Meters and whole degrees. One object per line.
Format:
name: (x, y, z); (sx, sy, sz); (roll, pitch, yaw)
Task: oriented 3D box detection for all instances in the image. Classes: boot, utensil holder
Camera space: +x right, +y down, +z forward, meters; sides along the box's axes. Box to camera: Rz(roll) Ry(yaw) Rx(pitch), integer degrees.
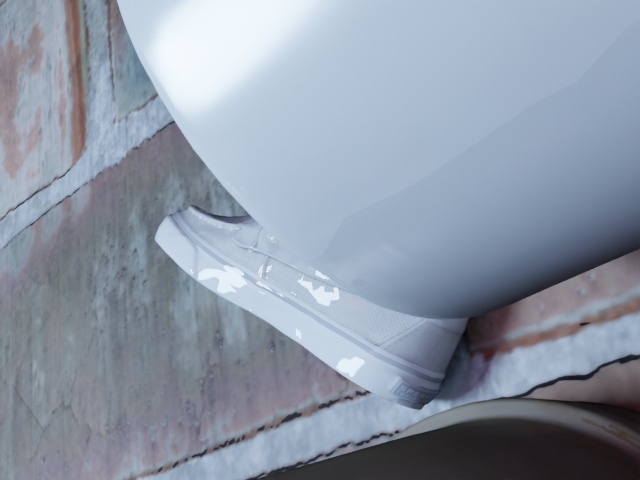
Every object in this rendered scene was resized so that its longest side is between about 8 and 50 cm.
boot: (0.000, 0.000, 0.664); (0.258, 0.095, 0.123); (28, 93, 38)
utensil holder: (0.145, -0.179, 0.392); (0.385, 0.327, 0.328); (-32, 57, 39)

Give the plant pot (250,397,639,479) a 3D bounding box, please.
plant pot: (0.032, 0.214, 0.418); (0.323, 0.280, 0.323); (-17, 65, 43)
